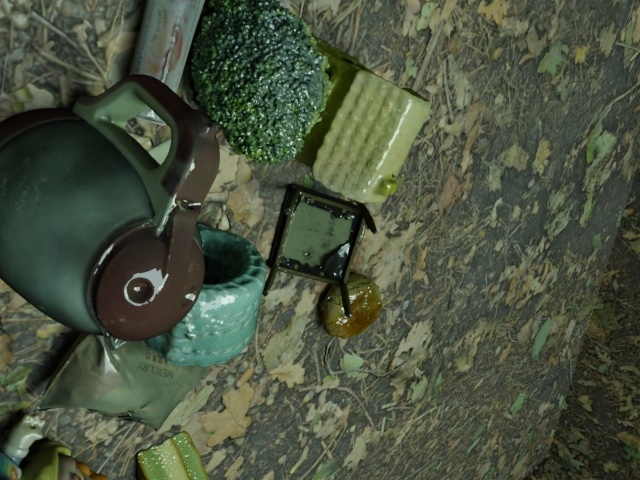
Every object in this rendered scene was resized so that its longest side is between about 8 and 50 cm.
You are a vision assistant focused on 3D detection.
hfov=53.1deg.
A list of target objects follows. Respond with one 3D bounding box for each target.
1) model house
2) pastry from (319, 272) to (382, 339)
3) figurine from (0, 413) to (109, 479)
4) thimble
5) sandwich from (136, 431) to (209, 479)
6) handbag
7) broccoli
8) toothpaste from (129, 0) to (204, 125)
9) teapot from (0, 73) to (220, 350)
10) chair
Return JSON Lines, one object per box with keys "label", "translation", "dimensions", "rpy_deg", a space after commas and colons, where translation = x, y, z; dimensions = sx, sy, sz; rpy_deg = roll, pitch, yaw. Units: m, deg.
{"label": "model house", "translation": [0.060, -0.183, 1.034], "dimensions": [0.175, 0.234, 0.193], "rpy_deg": [1, 120, -57]}
{"label": "pastry", "translation": [0.065, 0.145, 1.383], "dimensions": [0.153, 0.081, 0.153], "rpy_deg": [-28, 136, -31]}
{"label": "figurine", "translation": [-0.460, 0.371, 0.950], "dimensions": [0.205, 0.224, 0.381], "rpy_deg": [-29, 111, -2]}
{"label": "thimble", "translation": [-0.187, 0.082, 0.973], "dimensions": [0.198, 0.235, 0.143], "rpy_deg": [9, 114, -6]}
{"label": "sandwich", "translation": [-0.310, 0.484, 1.262], "dimensions": [0.117, 0.144, 0.187], "rpy_deg": [-15, 160, -40]}
{"label": "handbag", "translation": [-0.308, 0.224, 1.023], "dimensions": [0.182, 0.117, 0.270], "rpy_deg": [-50, 140, 3]}
{"label": "broccoli", "translation": [-0.089, -0.239, 0.917], "dimensions": [0.198, 0.226, 0.176], "rpy_deg": [-30, 157, 2]}
{"label": "toothpaste", "translation": [-0.191, -0.315, 0.841], "dimensions": [0.100, 0.066, 0.323], "rpy_deg": [12, 101, -34]}
{"label": "teapot", "translation": [-0.245, -0.042, 0.761], "dimensions": [0.233, 0.312, 0.315], "rpy_deg": [12, 105, -51]}
{"label": "chair", "translation": [0.000, 0.000, 1.176], "dimensions": [0.272, 0.166, 0.188], "rpy_deg": [-77, -178, -73]}
